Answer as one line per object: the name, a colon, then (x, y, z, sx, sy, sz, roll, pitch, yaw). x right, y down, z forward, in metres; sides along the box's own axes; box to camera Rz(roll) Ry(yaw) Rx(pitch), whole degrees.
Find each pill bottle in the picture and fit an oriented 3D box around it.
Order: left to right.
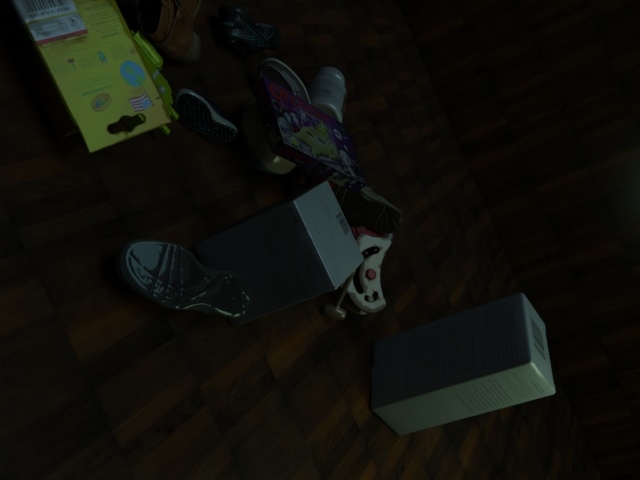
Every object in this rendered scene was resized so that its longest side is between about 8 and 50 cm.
pill bottle: (0.011, -0.418, 2.353, 0.131, 0.131, 0.229, 51, 31, -30)

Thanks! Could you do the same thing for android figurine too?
android figurine: (-0.394, -0.334, 1.622, 0.273, 0.056, 0.248, 52, 30, -26)

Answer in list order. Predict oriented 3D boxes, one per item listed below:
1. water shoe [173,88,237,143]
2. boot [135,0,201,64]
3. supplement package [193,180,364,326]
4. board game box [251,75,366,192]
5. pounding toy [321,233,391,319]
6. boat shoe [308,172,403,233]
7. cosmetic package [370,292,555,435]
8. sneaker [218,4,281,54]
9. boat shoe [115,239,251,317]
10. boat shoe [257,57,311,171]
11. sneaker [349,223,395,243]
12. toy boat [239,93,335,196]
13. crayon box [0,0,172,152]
water shoe: (-0.275, -0.294, 1.816, 0.203, 0.073, 0.080, 39, 16, -50)
boot: (-0.356, -0.548, 1.767, 0.220, 0.108, 0.284, 15, 70, -75)
supplement package: (-0.085, 0.026, 1.686, 0.199, 0.262, 0.198, 65, 26, -7)
board game box: (-0.023, -0.258, 1.970, 0.346, 0.056, 0.208, 20, 40, -51)
pounding toy: (0.121, 0.106, 2.068, 0.154, 0.155, 0.270, 30, 70, -15)
boat shoe: (0.097, -0.119, 2.264, 0.302, 0.109, 0.098, 27, 12, -14)
cosmetic package: (0.365, 0.333, 2.080, 0.161, 0.453, 0.230, 49, 33, -34)
sneaker: (-0.196, -0.549, 2.138, 0.267, 0.101, 0.106, 7, 86, -61)
boat shoe: (-0.270, 0.080, 1.507, 0.320, 0.103, 0.118, 21, 71, -49)
boat shoe: (-0.081, -0.338, 2.144, 0.325, 0.116, 0.097, 63, 23, -22)
sneaker: (0.127, -0.004, 2.274, 0.136, 0.115, 0.314, 55, 29, -21)
toy boat: (-0.097, -0.215, 2.014, 0.318, 0.148, 0.268, 45, 29, -25)
crayon box: (-0.431, -0.322, 1.441, 0.202, 0.081, 0.319, -30, 98, -42)
